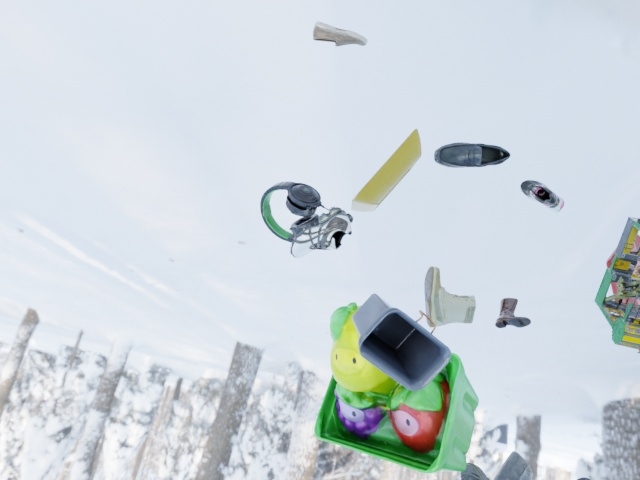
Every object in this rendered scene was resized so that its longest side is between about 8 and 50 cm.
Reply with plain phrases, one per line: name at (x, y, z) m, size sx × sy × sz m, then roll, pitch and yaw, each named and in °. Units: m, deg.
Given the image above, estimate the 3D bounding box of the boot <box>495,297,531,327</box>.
boot at (0.572, 0.206, 1.351) m, size 0.106 × 0.114 × 0.037 m, roll -14°, pitch 115°, yaw 41°

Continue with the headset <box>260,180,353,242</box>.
headset at (-0.067, -0.089, 1.744) m, size 0.394 × 0.185 × 0.243 m, roll 6°, pitch 120°, yaw 26°

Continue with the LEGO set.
LEGO set at (0.791, 0.098, 1.042) m, size 0.192 × 0.331 × 0.255 m, roll 12°, pitch -167°, yaw 11°

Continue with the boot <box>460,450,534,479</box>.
boot at (0.454, 0.598, 1.159) m, size 0.208 × 0.190 × 0.076 m, roll -22°, pitch -176°, yaw -35°

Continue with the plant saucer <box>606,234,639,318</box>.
plant saucer at (0.952, 0.134, 1.392) m, size 0.047 × 0.258 × 0.259 m, roll -4°, pitch 154°, yaw 14°

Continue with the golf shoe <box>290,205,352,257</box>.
golf shoe at (0.000, 0.000, 1.224) m, size 0.198 × 0.094 × 0.077 m, roll -42°, pitch 152°, yaw 25°

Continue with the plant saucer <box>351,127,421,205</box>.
plant saucer at (0.253, -0.230, 1.712) m, size 0.081 × 0.333 × 0.333 m, roll 42°, pitch -179°, yaw 4°

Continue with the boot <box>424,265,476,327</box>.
boot at (0.447, 0.189, 1.579) m, size 0.165 × 0.213 × 0.077 m, roll -3°, pitch -173°, yaw -4°

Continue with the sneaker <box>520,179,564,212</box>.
sneaker at (0.759, -0.170, 1.591) m, size 0.077 × 0.072 × 0.178 m, roll 26°, pitch -166°, yaw -33°

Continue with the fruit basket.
fruit basket at (0.131, 0.330, 1.034) m, size 0.392 × 0.283 × 0.392 m, roll 18°, pitch 154°, yaw 9°

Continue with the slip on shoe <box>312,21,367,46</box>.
slip on shoe at (0.047, -0.496, 1.128) m, size 0.135 × 0.041 × 0.051 m, roll 15°, pitch -169°, yaw -9°

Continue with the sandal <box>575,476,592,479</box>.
sandal at (0.553, 0.544, 0.873) m, size 0.067 × 0.179 × 0.040 m, roll -37°, pitch 141°, yaw 16°

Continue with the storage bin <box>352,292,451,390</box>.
storage bin at (0.114, 0.136, 0.678) m, size 0.135 × 0.098 × 0.091 m, roll 38°, pitch -173°, yaw -23°

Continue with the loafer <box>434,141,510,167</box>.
loafer at (0.445, -0.252, 1.346) m, size 0.223 × 0.076 × 0.078 m, roll -2°, pitch -174°, yaw -11°
